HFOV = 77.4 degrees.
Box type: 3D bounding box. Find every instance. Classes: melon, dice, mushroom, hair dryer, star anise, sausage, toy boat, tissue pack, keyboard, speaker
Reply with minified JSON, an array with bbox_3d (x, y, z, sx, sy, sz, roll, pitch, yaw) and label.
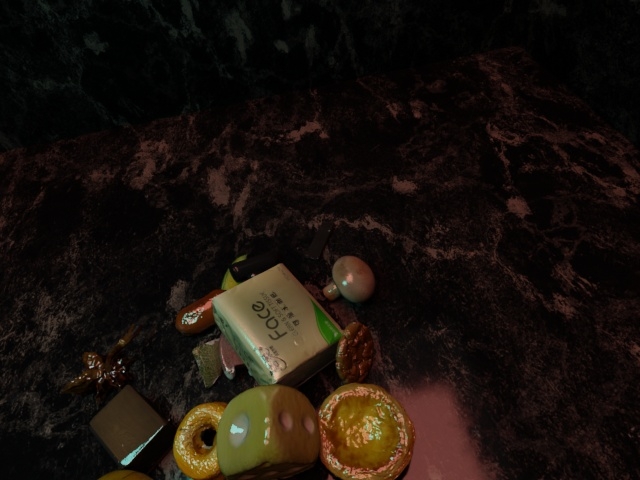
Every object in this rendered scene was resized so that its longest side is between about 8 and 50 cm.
[{"bbox_3d":[-0.373,0.152,1.798,0.114,0.053,0.261,10,53,8],"label":"melon"},{"bbox_3d":[-0.158,0.595,1.222,0.238,0.233,0.226,-35,43,23],"label":"dice"},{"bbox_3d":[0.126,0.177,1.626,0.207,0.209,0.206,20,18,-7],"label":"mushroom"},{"bbox_3d":[-0.259,0.179,1.733,0.197,0.089,0.251,-20,64,-25],"label":"hair dryer"},{"bbox_3d":[-0.819,0.469,1.544,0.237,0.148,0.346,34,72,29],"label":"star anise"},{"bbox_3d":[-0.470,0.297,1.642,0.259,0.133,0.133,-29,52,-15],"label":"sausage"},{"bbox_3d":[-0.316,0.423,1.544,0.155,0.085,0.227,-5,54,-17],"label":"toy boat"},{"bbox_3d":[-0.152,0.320,1.466,0.332,0.205,0.405,-27,55,-30],"label":"tissue pack"},{"bbox_3d":[-0.442,0.450,1.523,0.093,0.139,0.202,-16,48,26],"label":"melon"},{"bbox_3d":[0.000,0.000,1.880,0.072,0.023,0.231,8,51,24],"label":"keyboard"},{"bbox_3d":[-0.627,0.642,1.360,0.231,0.153,0.192,27,60,28],"label":"speaker"}]

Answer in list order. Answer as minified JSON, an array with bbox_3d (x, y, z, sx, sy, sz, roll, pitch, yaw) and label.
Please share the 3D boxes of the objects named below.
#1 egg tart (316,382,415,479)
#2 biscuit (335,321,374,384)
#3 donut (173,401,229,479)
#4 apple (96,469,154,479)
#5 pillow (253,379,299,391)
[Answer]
[{"bbox_3d":[0.139,0.617,1.273,0.319,0.128,0.318,-5,52,7],"label":"egg tart"},{"bbox_3d":[0.126,0.400,1.402,0.042,0.225,0.225,0,47,38],"label":"biscuit"},{"bbox_3d":[-0.370,0.669,1.331,0.254,0.118,0.253,-5,64,11],"label":"donut"},{"bbox_3d":[-0.577,0.812,1.140,0.286,0.233,0.285,-1,64,2],"label":"apple"},{"bbox_3d":[-0.157,0.544,1.438,0.185,0.043,0.118,-4,48,11],"label":"pillow"}]
